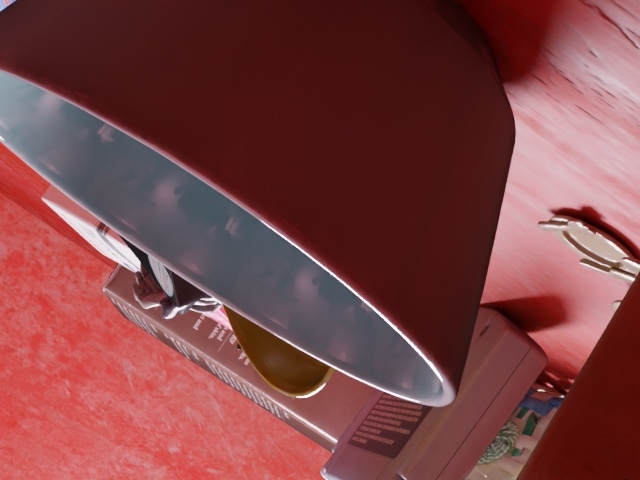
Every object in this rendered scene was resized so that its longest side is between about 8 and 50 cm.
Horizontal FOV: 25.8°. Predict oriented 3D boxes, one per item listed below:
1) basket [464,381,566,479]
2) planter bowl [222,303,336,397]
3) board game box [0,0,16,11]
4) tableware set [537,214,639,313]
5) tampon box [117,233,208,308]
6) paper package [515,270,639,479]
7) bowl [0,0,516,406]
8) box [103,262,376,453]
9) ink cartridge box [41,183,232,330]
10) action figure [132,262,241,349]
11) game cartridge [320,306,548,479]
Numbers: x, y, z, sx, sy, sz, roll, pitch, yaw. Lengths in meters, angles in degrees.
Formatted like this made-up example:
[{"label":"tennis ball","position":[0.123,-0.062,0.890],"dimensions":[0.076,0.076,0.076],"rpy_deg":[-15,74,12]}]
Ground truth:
[{"label":"basket","position":[0.156,0.272,1.333],"dimensions":[0.201,0.289,0.254],"rpy_deg":[36,171,-26]},{"label":"planter bowl","position":[0.000,0.000,1.030],"dimensions":[0.217,0.090,0.217],"rpy_deg":[33,129,53]},{"label":"board game box","position":[-0.339,-0.266,1.105],"dimensions":[0.211,0.039,0.160],"rpy_deg":[30,169,14]},{"label":"tableware set","position":[0.216,0.039,0.864],"dimensions":[0.168,0.020,0.141],"rpy_deg":[40,168,-32]},{"label":"tampon box","position":[-0.098,-0.056,0.959],"dimensions":[0.161,0.101,0.120],"rpy_deg":[43,151,47]},{"label":"paper package","position":[0.231,0.200,0.672],"dimensions":[0.309,0.325,0.168],"rpy_deg":[23,163,32]},{"label":"bowl","position":[-0.022,-0.063,0.729],"dimensions":[0.311,0.163,0.311],"rpy_deg":[33,169,7]},{"label":"box","position":[-0.088,0.131,1.859],"dimensions":[0.381,0.143,0.191],"rpy_deg":[34,169,8]},{"label":"ink cartridge box","position":[-0.178,-0.006,1.607],"dimensions":[0.237,0.100,0.172],"rpy_deg":[28,167,28]},{"label":"action figure","position":[-0.089,-0.017,1.178],"dimensions":[0.276,0.164,0.141],"rpy_deg":[47,155,-15]},{"label":"game cartridge","position":[0.096,0.149,1.218],"dimensions":[0.062,0.198,0.297],"rpy_deg":[42,170,-4]}]
